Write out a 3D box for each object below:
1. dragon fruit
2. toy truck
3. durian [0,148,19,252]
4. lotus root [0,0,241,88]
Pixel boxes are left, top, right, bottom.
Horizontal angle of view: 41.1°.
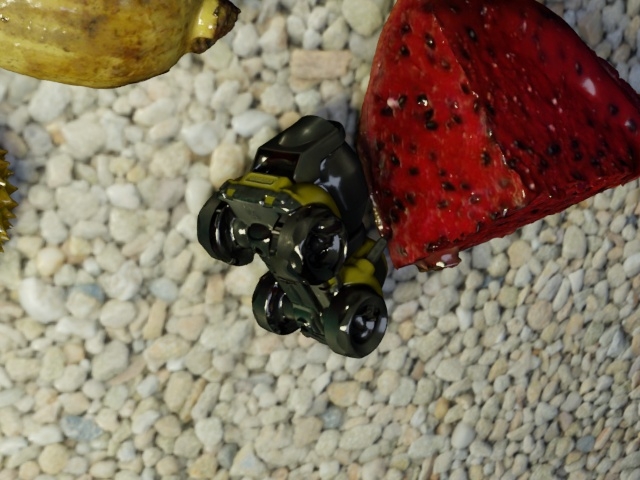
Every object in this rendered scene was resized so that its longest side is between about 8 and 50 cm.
[{"bbox_3d":[0.216,-0.081,0.866,0.330,0.240,0.302,1,130,-21],"label":"dragon fruit"},{"bbox_3d":[0.000,0.000,0.854,0.165,0.147,0.224,-51,131,-27],"label":"toy truck"},{"bbox_3d":[-0.326,-0.036,0.689,0.132,0.165,0.182,-4,92,16],"label":"durian"},{"bbox_3d":[-0.186,-0.191,0.659,0.260,0.128,0.145,4,146,-27],"label":"lotus root"}]
